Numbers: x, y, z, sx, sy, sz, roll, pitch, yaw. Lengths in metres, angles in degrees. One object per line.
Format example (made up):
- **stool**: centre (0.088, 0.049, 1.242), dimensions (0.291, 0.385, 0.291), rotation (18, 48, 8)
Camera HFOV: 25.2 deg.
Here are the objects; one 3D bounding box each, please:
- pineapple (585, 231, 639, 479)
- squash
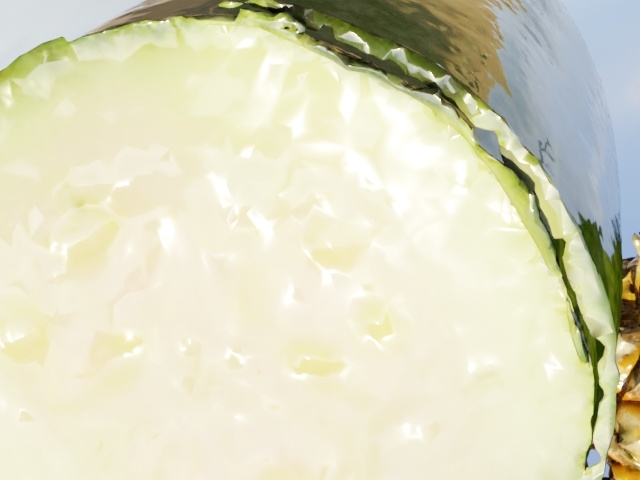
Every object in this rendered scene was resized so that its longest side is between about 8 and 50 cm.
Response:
- **pineapple**: centre (0.277, 0.020, 0.709), dimensions (0.262, 0.262, 0.271), rotation (-38, 160, -32)
- **squash**: centre (0.000, 0.000, 0.623), dimensions (0.263, 0.263, 0.384), rotation (-20, -168, 16)
